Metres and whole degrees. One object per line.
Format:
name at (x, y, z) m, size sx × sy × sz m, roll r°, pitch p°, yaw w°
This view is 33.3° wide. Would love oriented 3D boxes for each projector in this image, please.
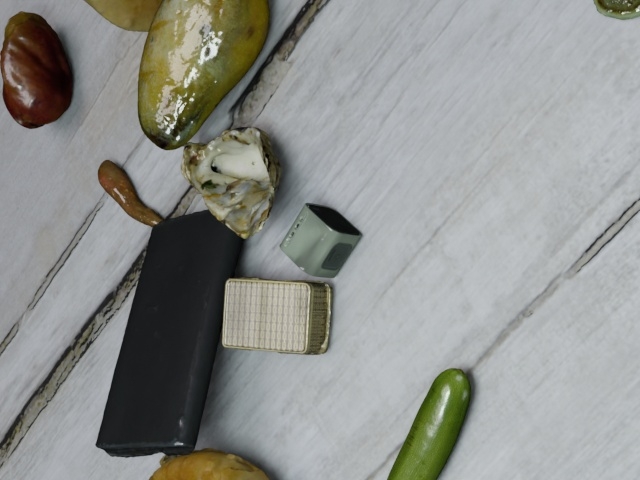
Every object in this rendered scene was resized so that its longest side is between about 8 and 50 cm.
projector at (0.000, 0.000, 1.630) m, size 0.083 × 0.083 × 0.082 m, roll 44°, pitch 111°, yaw 33°

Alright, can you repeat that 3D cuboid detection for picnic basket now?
picnic basket at (-0.067, 0.116, 1.652) m, size 0.164 × 0.079 × 0.115 m, roll 2°, pitch 86°, yaw 26°

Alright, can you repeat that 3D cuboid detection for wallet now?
wallet at (-0.237, 0.145, 1.728) m, size 0.228 × 0.062 × 0.406 m, roll -11°, pitch 59°, yaw 41°

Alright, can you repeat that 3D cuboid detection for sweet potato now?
sweet potato at (-0.341, -0.074, 1.932) m, size 0.214 × 0.050 × 0.050 m, roll 44°, pitch 111°, yaw 28°

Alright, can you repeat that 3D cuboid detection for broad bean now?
broad bean at (-0.555, -0.327, 2.059) m, size 0.122 × 0.156 × 0.228 m, roll -19°, pitch 79°, yaw 31°

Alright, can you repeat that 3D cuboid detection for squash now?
squash at (0.147, 0.291, 1.491) m, size 0.066 × 0.066 × 0.252 m, roll 33°, pitch 105°, yaw 36°

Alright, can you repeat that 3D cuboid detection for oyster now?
oyster at (-0.130, -0.086, 1.705) m, size 0.166 × 0.094 × 0.294 m, roll -37°, pitch 40°, yaw 11°

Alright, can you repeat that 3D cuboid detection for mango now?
mango at (-0.201, -0.311, 1.770) m, size 0.329 × 0.176 × 0.176 m, roll -62°, pitch 22°, yaw 14°

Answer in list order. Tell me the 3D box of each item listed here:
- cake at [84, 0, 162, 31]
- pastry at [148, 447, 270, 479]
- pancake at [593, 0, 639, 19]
cake at (-0.343, -0.557, 1.822) m, size 0.321 × 0.332 × 0.332 m, roll 41°, pitch 109°, yaw 36°
pastry at (-0.159, 0.476, 1.631) m, size 0.285 × 0.184 × 0.315 m, roll -22°, pitch 64°, yaw 26°
pancake at (0.402, -0.340, 1.402) m, size 0.108 × 0.017 × 0.108 m, roll -9°, pitch 77°, yaw 40°
